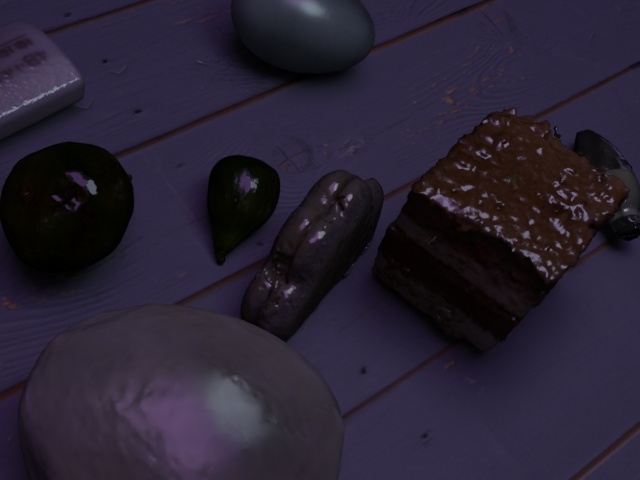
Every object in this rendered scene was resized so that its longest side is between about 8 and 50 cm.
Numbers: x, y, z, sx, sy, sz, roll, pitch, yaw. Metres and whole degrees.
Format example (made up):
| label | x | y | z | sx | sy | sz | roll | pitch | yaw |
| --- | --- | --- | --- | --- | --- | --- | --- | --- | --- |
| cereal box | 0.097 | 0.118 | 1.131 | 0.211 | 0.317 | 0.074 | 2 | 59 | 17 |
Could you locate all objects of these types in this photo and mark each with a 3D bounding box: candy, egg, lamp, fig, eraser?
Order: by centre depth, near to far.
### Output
| label | x | y | z | sx | sy | sz | roll | pitch | yaw |
| --- | --- | --- | --- | --- | --- | --- | --- | --- | --- |
| candy | -0.172 | 0.257 | 1.276 | 0.427 | 0.186 | 0.386 | 31 | 59 | -2 |
| fig | -0.342 | -0.053 | 1.464 | 0.195 | 0.195 | 0.245 | 48 | 28 | 18 |
| fig | -0.129 | -0.051 | 1.575 | 0.117 | 0.117 | 0.177 | 19 | 63 | -4 |
| eraser | -0.530 | -0.233 | 1.582 | 0.174 | 0.095 | 0.270 | 43 | 54 | 17 |
| egg | -0.029 | -0.388 | 1.786 | 0.264 | 0.183 | 0.183 | 16 | 53 | -12 |
| lamp | 0.514 | -0.105 | 1.807 | 0.101 | 0.101 | 0.250 | 2 | 52 | -16 |

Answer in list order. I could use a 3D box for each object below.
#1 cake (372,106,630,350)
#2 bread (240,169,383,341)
| label | x | y | z | sx | sy | sz | roll | pitch | yaw |
| --- | --- | --- | --- | --- | --- | --- | --- | --- | --- |
| cake | 0.262 | -0.008 | 1.541 | 0.255 | 0.290 | 0.282 | 39 | 55 | 13 |
| bread | -0.005 | -0.001 | 1.527 | 0.102 | 0.183 | 0.337 | 28 | 52 | 14 |
